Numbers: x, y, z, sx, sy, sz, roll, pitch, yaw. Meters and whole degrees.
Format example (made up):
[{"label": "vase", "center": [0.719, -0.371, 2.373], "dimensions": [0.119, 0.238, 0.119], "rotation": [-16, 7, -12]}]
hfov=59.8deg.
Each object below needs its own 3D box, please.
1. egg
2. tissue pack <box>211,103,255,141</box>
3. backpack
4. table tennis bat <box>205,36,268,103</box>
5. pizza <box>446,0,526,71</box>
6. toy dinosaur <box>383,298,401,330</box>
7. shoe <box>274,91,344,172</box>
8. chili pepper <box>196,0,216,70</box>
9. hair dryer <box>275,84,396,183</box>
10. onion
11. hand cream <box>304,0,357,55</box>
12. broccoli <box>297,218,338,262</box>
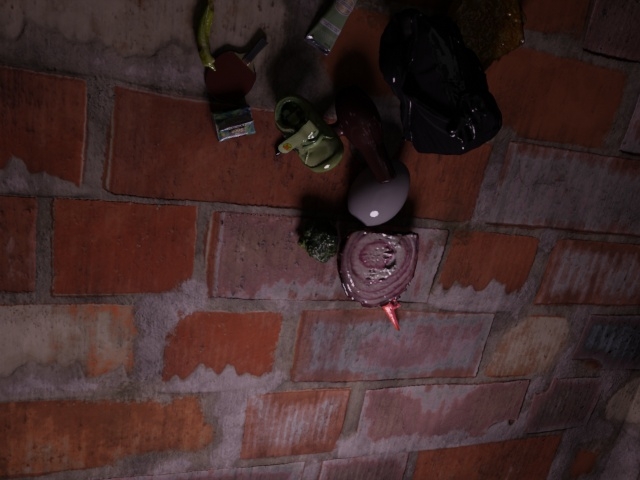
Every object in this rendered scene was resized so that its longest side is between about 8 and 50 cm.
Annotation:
[{"label": "egg", "center": [0.191, -0.158, 1.784], "dimensions": [0.176, 0.176, 0.232], "rotation": [41, 84, -29]}, {"label": "tissue pack", "center": [-0.250, -0.338, 1.601], "dimensions": [0.111, 0.079, 0.085], "rotation": [-16, 114, -14]}, {"label": "backpack", "center": [0.329, -0.460, 1.629], "dimensions": [0.255, 0.363, 0.445], "rotation": [-26, 102, -12]}, {"label": "table tennis bat", "center": [-0.233, -0.489, 1.581], "dimensions": [0.220, 0.019, 0.130], "rotation": [-47, 118, 4]}, {"label": "pizza", "center": [0.511, -0.680, 1.727], "dimensions": [0.278, 0.114, 0.408], "rotation": [7, 109, -22]}, {"label": "toy dinosaur", "center": [0.216, 0.227, 2.020], "dimensions": [0.139, 0.070, 0.286], "rotation": [-10, 118, -5]}, {"label": "shoe", "center": [-0.051, -0.311, 1.613], "dimensions": [0.140, 0.262, 0.128], "rotation": [-37, 166, 28]}, {"label": "chili pepper", "center": [-0.312, -0.568, 1.507], "dimensions": [0.043, 0.049, 0.208], "rotation": [-30, 127, -58]}, {"label": "hair dryer", "center": [0.034, -0.278, 1.688], "dimensions": [0.341, 0.123, 0.312], "rotation": [-20, 87, 6]}, {"label": "onion", "center": [0.165, 0.079, 1.881], "dimensions": [0.314, 0.146, 0.280], "rotation": [3, 106, -29]}, {"label": "hand cream", "center": [0.052, -0.656, 1.604], "dimensions": [0.086, 0.055, 0.235], "rotation": [28, 106, -25]}, {"label": "broccoli", "center": [0.000, 0.000, 1.802], "dimensions": [0.162, 0.138, 0.145], "rotation": [1, 86, -53]}]
